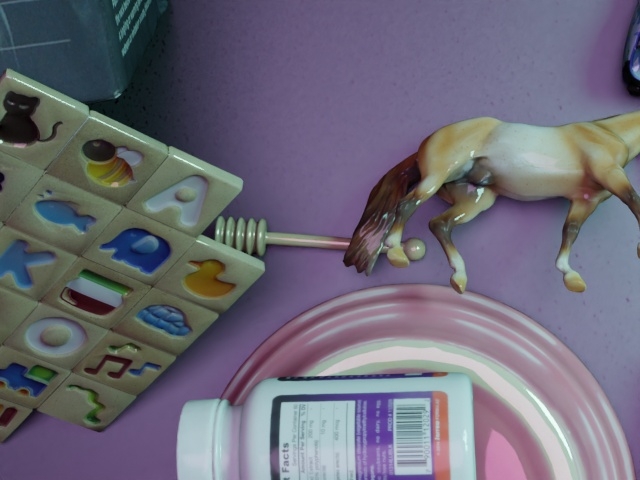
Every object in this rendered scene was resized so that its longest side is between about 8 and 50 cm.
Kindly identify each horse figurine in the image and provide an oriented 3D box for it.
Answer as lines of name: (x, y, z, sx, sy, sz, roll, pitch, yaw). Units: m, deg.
horse figurine: (0.143, -0.037, 1.020, 0.263, 0.066, 0.174, -3, 46, 17)

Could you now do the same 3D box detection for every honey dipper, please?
honey dipper: (0.000, 0.000, 1.075, 0.161, 0.030, 0.030, 3, 86, 3)

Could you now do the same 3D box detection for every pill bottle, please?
pill bottle: (0.006, 0.144, 0.939, 0.194, 0.108, 0.108, -2, 86, 7)

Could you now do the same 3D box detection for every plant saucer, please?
plant saucer: (0.066, 0.195, 1.025, 0.332, 0.084, 0.332, 0, 86, 6)

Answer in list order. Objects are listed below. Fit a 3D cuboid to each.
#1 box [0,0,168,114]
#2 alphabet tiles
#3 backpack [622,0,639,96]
box: (-0.381, -0.320, 0.907, 0.480, 0.297, 0.471, -7, 111, 3)
alphabet tiles: (-0.218, 0.029, 0.965, 0.285, 0.011, 0.342, 25, 130, -27)
backpack: (0.282, -0.160, 1.026, 0.105, 0.084, 0.114, 14, 85, 5)
